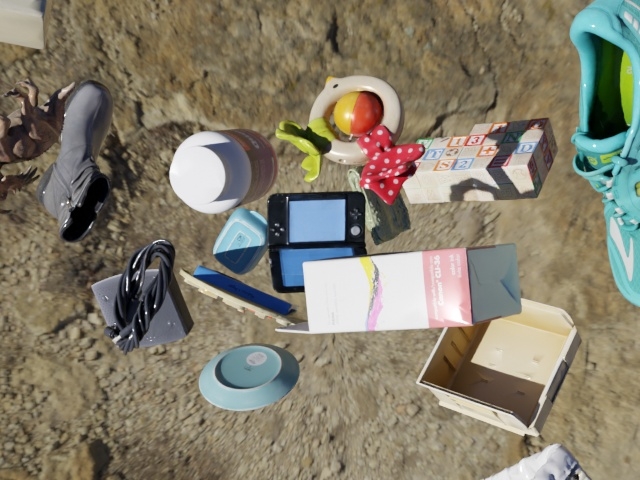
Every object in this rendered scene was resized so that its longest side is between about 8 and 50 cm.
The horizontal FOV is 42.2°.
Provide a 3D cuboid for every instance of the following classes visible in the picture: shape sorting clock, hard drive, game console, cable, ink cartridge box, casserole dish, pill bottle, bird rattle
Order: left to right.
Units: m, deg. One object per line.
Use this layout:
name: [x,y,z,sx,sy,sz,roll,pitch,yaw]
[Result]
cable: [-0.279,0.082,1.282,0.047,0.150,0.184,27,92,-26]
hard drive: [-0.386,0.144,1.809,0.255,0.054,0.171,-13,101,41]
pill bottle: [-0.219,-0.160,1.874,0.182,0.323,0.181,2,99,13]
casserole dish: [-0.184,0.009,1.917,0.114,0.037,0.188,36,126,0]
shape sorting clock: [-0.108,0.084,1.202,0.206,0.206,0.040,23,86,3]
game console: [0.000,0.000,0.994,0.122,0.071,0.107,-2,106,-10]
bird rattle: [0.059,-0.186,1.387,0.254,0.143,0.206,9,74,29]
ink cartridge box: [0.065,0.043,0.744,0.198,0.115,0.067,-7,88,33]

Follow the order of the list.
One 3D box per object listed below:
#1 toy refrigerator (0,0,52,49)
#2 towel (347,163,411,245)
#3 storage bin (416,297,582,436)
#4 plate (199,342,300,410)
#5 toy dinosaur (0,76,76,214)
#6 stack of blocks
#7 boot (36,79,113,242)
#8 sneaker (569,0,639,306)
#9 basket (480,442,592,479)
toy refrigerator: [-0.439,-0.298,0.919,0.270,0.102,0.094,8,79,-16]
towel: [0.109,-0.073,1.490,0.110,0.027,0.148,-28,99,-44]
storage bin: [0.397,0.263,1.825,0.260,0.123,0.262,14,64,41]
plate: [-0.132,0.241,1.529,0.188,0.188,0.024,-7,121,0]
toy dinosaur: [-0.595,-0.198,1.658,0.296,0.127,0.200,-36,114,-13]
stack of blocks: [0.340,-0.170,1.792,0.297,0.087,0.171,-1,41,35]
boot: [-0.520,-0.176,1.871,0.118,0.223,0.338,11,107,-38]
sneaker: [0.247,-0.067,0.673,0.110,0.107,0.275,-22,111,-27]
basket: [0.319,0.555,1.333,0.266,0.331,0.328,45,62,10]
